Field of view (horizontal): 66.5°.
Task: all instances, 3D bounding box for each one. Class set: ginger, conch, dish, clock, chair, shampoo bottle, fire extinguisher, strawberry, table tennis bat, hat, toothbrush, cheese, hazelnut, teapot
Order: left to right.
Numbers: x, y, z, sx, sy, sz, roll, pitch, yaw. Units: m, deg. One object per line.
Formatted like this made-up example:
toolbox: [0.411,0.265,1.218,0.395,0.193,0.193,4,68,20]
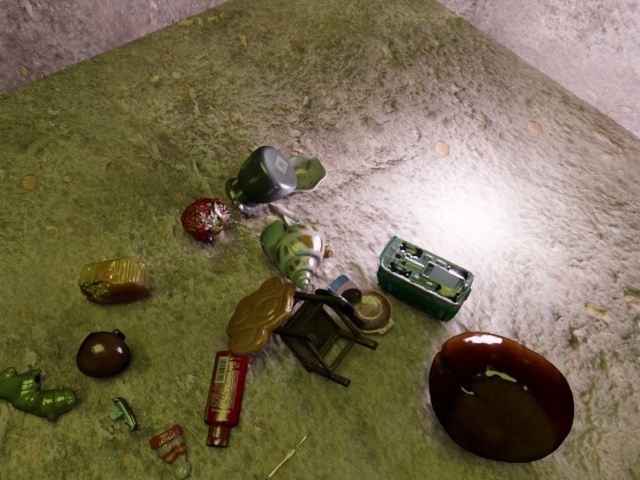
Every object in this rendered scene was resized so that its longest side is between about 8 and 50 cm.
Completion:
ginger: [-0.972,0.516,1.657,0.290,0.089,0.137,22,53,14]
fire extinguisher: [-0.732,0.341,1.766,0.025,0.083,0.038,-21,59,-12]
hat: [-0.471,0.687,1.568,0.112,0.093,0.162,-31,81,-7]
strawberry: [-0.485,-0.089,1.986,0.202,0.184,0.186,11,93,31]
shampoo bottle: [-0.323,0.532,1.656,0.118,0.076,0.313,6,59,-2]
teapot: [-0.276,-0.264,2.038,0.285,0.223,0.305,-33,60,28]
toothbrush: [-0.101,0.698,1.589,0.017,0.022,0.204,39,69,24]
conch: [-0.104,0.039,1.866,0.250,0.197,0.368,-12,21,3]
dish: [-0.084,-0.272,2.151,0.230,0.081,0.229,-2,55,3]
chair: [-0.039,0.329,1.736,0.203,0.416,0.240,-49,115,-25]
table tennis bat: [0.073,0.236,1.704,0.150,0.236,0.027,0,54,53]
clock: [0.114,0.208,1.822,0.084,0.010,0.074,-6,49,12]
cheese: [0.152,0.238,1.841,0.189,0.074,0.286,-40,63,-22]
hazelnut: [0.553,0.492,1.533,0.430,0.402,0.401,16,60,11]

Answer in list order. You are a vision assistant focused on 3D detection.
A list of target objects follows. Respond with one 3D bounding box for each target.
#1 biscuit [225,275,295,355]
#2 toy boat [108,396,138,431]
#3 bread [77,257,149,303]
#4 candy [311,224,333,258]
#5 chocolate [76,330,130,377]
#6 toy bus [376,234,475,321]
biscuit: [-0.214,0.251,1.737,0.270,0.051,0.375,-19,30,25]
toy boat: [-0.665,0.583,1.630,0.066,0.059,0.140,-24,58,-34]
bread: [-0.767,0.157,1.826,0.251,0.179,0.133,-4,63,-3]
candy: [0.000,0.000,2.007,0.055,0.049,0.184,-47,53,23]
chocolate: [-0.746,0.402,1.687,0.177,0.176,0.176,0,58,0]
toy bus: [0.378,0.150,1.821,0.344,0.199,0.183,28,60,16]
